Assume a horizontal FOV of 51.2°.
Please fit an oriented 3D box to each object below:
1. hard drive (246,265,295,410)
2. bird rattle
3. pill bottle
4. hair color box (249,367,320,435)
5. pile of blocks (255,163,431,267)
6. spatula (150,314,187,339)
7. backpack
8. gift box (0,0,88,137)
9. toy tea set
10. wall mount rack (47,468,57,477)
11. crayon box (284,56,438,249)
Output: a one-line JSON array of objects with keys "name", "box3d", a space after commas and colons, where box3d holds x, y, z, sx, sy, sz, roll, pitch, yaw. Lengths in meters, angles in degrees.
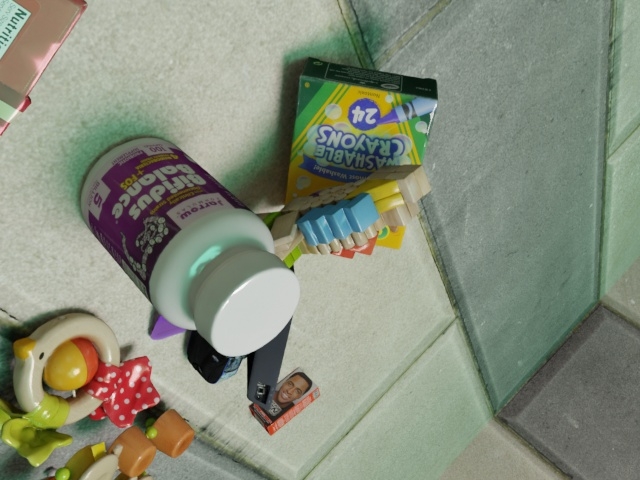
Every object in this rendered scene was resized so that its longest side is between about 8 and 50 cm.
[{"name": "hard drive", "box3d": [-0.091, 0.155, 1.194, 0.054, 0.172, 0.255, 8, 119, -11]}, {"name": "bird rattle", "box3d": [-0.354, 0.207, 0.980, 0.253, 0.143, 0.207, -18, 117, -42]}, {"name": "pill bottle", "box3d": [-0.164, 0.005, 0.843, 0.169, 0.301, 0.169, -29, 140, -28]}, {"name": "hair color box", "box3d": [-0.077, 0.350, 1.457, 0.141, 0.072, 0.043, -35, 142, -22]}, {"name": "pile of blocks", "box3d": [0.000, 0.000, 1.008, 0.362, 0.149, 0.113, -18, 115, 19]}, {"name": "spatula", "box3d": [-0.218, 0.050, 1.062, 0.084, 0.030, 0.296, -16, 132, -41]}, {"name": "backpack", "box3d": [-0.176, 0.189, 1.172, 0.084, 0.105, 0.114, -19, 146, -46]}, {"name": "gift box", "box3d": [-0.357, -0.194, 0.502, 0.255, 0.258, 0.276, -50, 126, 2]}, {"name": "toy tea set", "box3d": [-0.354, 0.369, 1.098, 0.200, 0.124, 0.336, -61, 162, 8]}, {"name": "wall mount rack", "box3d": [-0.451, 0.561, 1.195, 0.350, 0.130, 0.304, -43, 148, -11]}, {"name": "crayon box", "box3d": [0.053, -0.110, 1.071, 0.083, 0.203, 0.323, -78, 178, -53]}]
